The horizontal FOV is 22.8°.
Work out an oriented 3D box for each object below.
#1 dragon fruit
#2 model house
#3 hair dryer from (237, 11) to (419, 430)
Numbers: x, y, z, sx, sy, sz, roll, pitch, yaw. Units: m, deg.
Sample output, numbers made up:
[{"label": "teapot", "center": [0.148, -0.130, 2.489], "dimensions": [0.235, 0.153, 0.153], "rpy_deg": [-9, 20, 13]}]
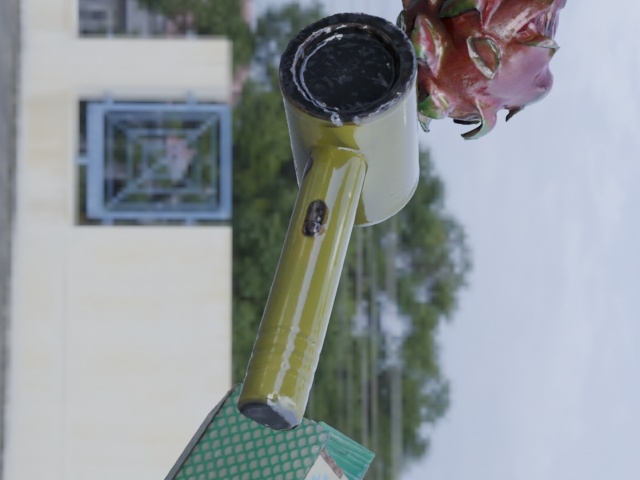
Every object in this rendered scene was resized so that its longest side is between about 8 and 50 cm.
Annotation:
[{"label": "dragon fruit", "center": [0.146, -0.183, 1.274], "dimensions": [0.236, 0.135, 0.137], "rpy_deg": [-50, -158, 31]}, {"label": "model house", "center": [-0.040, 0.213, 1.213], "dimensions": [0.206, 0.271, 0.178], "rpy_deg": [52, 60, -33]}, {"label": "hair dryer", "center": [0.000, 0.000, 1.024], "dimensions": [0.135, 0.090, 0.279], "rpy_deg": [85, 18, -56]}]
